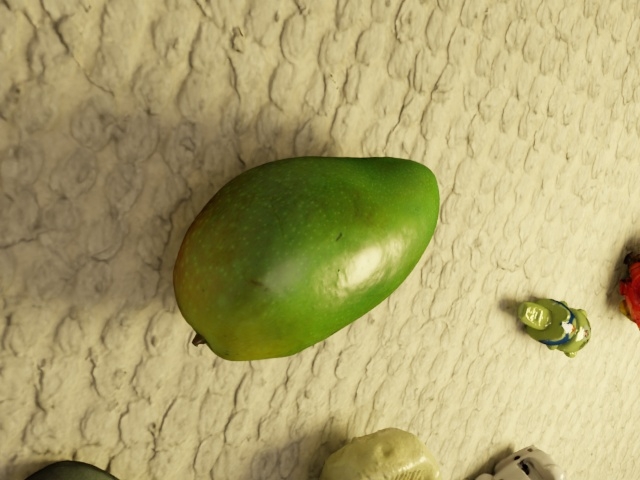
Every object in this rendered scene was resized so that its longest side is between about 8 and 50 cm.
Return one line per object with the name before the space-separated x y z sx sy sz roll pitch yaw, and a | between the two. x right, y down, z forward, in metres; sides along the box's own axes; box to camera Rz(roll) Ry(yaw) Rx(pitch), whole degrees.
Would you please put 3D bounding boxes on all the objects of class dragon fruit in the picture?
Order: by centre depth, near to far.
dragon fruit | 0.812 0.094 1.162 0.243 0.227 0.308 29 85 -39

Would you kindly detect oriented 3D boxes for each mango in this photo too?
mango | 0.000 0.000 0.652 0.381 0.201 0.226 -27 106 -26

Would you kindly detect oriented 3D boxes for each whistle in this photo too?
whistle | 0.468 0.166 1.054 0.227 0.085 0.105 23 82 -34

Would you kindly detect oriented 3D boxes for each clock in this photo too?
clock | 0.363 0.547 1.061 0.253 0.189 0.189 -17 113 -13

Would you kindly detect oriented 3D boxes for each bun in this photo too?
bun | 0.084 0.401 0.856 0.230 0.133 0.231 -9 111 -24

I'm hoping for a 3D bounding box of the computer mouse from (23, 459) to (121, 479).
computer mouse | -0.255 0.431 0.668 0.203 0.114 0.374 -41 122 -16
